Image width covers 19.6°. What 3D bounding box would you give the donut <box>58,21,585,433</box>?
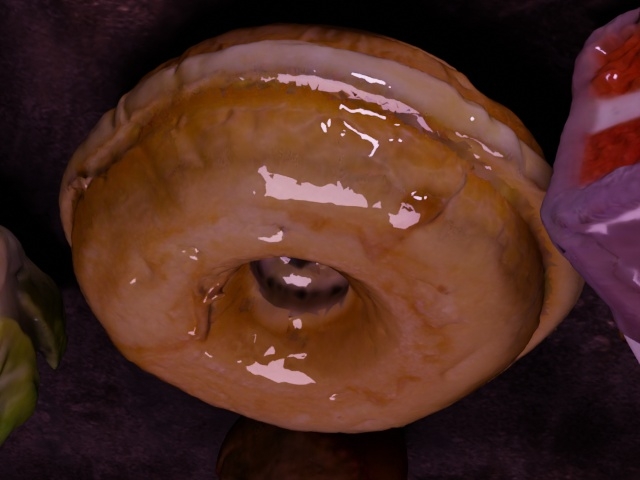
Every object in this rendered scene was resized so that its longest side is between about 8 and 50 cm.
[{"bbox_3d":[0.000,0.000,1.530,0.449,0.198,0.449,9,141,8],"label":"donut"}]

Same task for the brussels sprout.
[{"bbox_3d":[-0.360,0.098,1.712,0.227,0.259,0.294,24,141,-2],"label":"brussels sprout"}]

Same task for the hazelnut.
[{"bbox_3d":[0.004,0.241,1.845,0.208,0.208,0.208,9,141,7],"label":"hazelnut"}]

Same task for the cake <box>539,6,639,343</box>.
[{"bbox_3d":[0.347,-0.054,1.326,0.309,0.237,0.230,-16,133,30],"label":"cake"}]

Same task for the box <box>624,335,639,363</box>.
[{"bbox_3d":[0.408,0.065,1.570,0.285,0.044,0.142,-19,130,19],"label":"box"}]

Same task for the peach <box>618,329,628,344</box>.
[{"bbox_3d":[0.287,0.052,1.618,0.077,0.050,0.083,-29,132,22],"label":"peach"}]
